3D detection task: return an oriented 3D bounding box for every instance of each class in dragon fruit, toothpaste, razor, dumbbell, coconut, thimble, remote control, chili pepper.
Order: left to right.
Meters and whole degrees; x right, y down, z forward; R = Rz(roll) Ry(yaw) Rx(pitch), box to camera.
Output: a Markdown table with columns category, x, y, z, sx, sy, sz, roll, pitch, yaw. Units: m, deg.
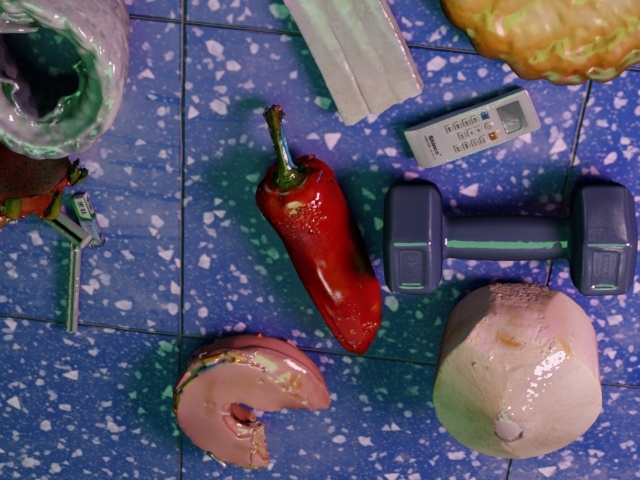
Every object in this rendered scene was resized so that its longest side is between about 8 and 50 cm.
| category | x | y | z | sx | sy | sz | roll | pitch | yaw |
| --- | --- | --- | --- | --- | --- | --- | --- | --- | --- |
| dragon fruit | -0.391 | -0.078 | 1.747 | 0.142 | 0.138 | 0.175 | 45 | 143 | 3 |
| thimble | -0.327 | -0.233 | 1.590 | 0.205 | 0.172 | 0.250 | -8 | 127 | 7 |
| razor | -0.346 | 0.049 | 1.871 | 0.084 | 0.036 | 0.211 | 36 | 141 | 27 |
| toothpaste | -0.315 | -0.027 | 1.823 | 0.020 | 0.017 | 0.083 | -7 | 125 | 12 |
| chili pepper | 0.000 | 0.000 | 1.750 | 0.110 | 0.110 | 0.387 | -14 | 126 | 16 |
| remote control | 0.189 | -0.141 | 1.675 | 0.162 | 0.029 | 0.061 | -19 | 123 | 13 |
| dumbbell | 0.237 | -0.003 | 1.699 | 0.316 | 0.156 | 0.144 | 0 | 96 | 6 |
| coconut | 0.259 | 0.175 | 1.773 | 0.241 | 0.241 | 0.241 | 3 | 126 | 5 |

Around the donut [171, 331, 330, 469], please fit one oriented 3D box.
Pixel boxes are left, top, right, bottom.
| category | x | y | z | sx | sy | sz | roll | pitch | yaw |
| --- | --- | --- | --- | --- | --- | --- | --- | --- | --- |
| donut | -0.111 | 0.220 | 1.933 | 0.199 | 0.085 | 0.233 | 34 | 123 | -17 |

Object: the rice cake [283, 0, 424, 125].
| category | x | y | z | sx | sy | sz | roll | pitch | yaw |
| --- | --- | --- | --- | --- | --- | --- | --- | --- | --- |
| rice cake | 0.037 | -0.247 | 1.612 | 0.124 | 0.038 | 0.211 | -22 | 120 | 21 |

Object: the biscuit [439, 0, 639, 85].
| category | x | y | z | sx | sy | sz | roll | pitch | yaw |
| --- | --- | --- | --- | --- | --- | --- | --- | --- | --- |
| biscuit | 0.264 | -0.329 | 1.507 | 0.335 | 0.078 | 0.329 | 22 | 128 | -8 |
